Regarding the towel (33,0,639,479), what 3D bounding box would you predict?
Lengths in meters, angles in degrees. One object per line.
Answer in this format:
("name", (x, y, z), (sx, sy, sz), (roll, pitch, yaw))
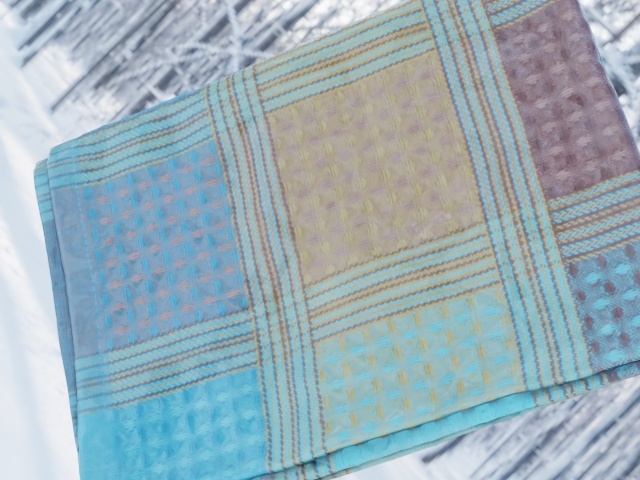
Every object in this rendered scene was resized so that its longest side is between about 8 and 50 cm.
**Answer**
("towel", (0.000, 0.000, 0.595), (0.040, 0.370, 0.271), (37, 36, -61))
